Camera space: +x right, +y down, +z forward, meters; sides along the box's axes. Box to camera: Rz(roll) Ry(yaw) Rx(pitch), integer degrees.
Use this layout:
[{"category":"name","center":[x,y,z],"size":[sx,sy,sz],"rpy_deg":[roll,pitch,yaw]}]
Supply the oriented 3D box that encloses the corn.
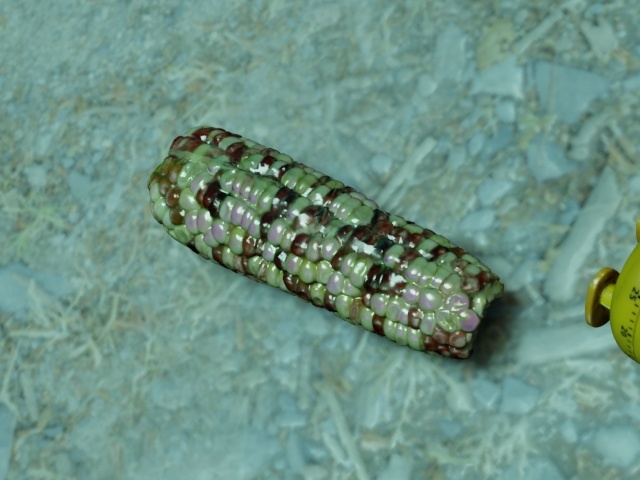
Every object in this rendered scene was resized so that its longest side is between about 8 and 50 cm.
[{"category":"corn","center":[0.000,0.000,1.078],"size":[0.280,0.092,0.092],"rpy_deg":[25,83,26]}]

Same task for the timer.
[{"category":"timer","center":[0.230,0.037,0.940],"size":[0.109,0.107,0.107],"rpy_deg":[32,87,35]}]
